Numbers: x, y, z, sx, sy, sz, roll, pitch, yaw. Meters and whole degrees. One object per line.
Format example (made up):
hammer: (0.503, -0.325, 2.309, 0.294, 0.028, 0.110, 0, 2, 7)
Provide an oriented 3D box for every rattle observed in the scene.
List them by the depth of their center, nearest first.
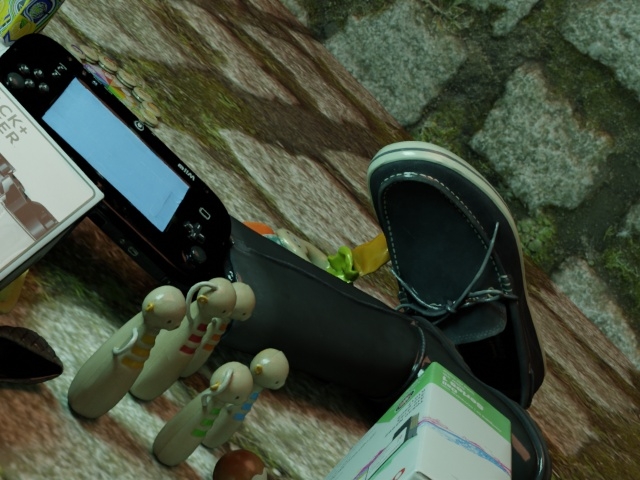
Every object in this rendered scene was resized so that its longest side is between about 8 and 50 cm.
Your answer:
rattle: (0.000, 0.000, 1.983, 0.199, 0.143, 0.130, 42, 29, -17)

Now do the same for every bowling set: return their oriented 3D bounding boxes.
bowling set: (-0.092, 0.143, 1.364, 0.200, 0.154, 0.287, 44, 17, 8)

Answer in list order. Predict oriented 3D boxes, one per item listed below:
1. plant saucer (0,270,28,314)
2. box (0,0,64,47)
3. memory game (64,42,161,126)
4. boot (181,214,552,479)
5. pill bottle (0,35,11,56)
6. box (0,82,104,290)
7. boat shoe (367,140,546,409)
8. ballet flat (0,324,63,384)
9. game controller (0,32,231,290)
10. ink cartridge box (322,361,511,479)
plant saucer: (-0.422, -0.070, 1.286, 0.332, 0.081, 0.333, 38, 17, -17)
box: (-0.388, -0.254, 1.676, 0.059, 0.169, 0.054, 49, 18, 25)
memory game: (-0.315, -0.236, 2.078, 0.186, 0.012, 0.186, 37, 17, -13)
boot: (0.042, 0.148, 1.660, 0.445, 0.146, 0.367, 33, 8, -41)
pill bottle: (-0.340, -0.148, 1.593, 0.221, 0.124, 0.124, 43, 16, 2)
box: (-0.329, -0.010, 1.095, 0.169, 0.087, 0.290, 48, 42, -3)
boat shoe: (0.200, 0.075, 1.957, 0.156, 0.186, 0.500, -70, 143, -47)
ballet flat: (-0.282, 0.101, 1.197, 0.049, 0.057, 0.173, 23, 7, 20)
game controller: (-0.226, -0.086, 1.486, 0.319, 0.067, 0.166, 45, 40, -15)
ink cartridge box: (0.083, 0.268, 1.359, 0.117, 0.201, 0.278, 40, 17, -4)
